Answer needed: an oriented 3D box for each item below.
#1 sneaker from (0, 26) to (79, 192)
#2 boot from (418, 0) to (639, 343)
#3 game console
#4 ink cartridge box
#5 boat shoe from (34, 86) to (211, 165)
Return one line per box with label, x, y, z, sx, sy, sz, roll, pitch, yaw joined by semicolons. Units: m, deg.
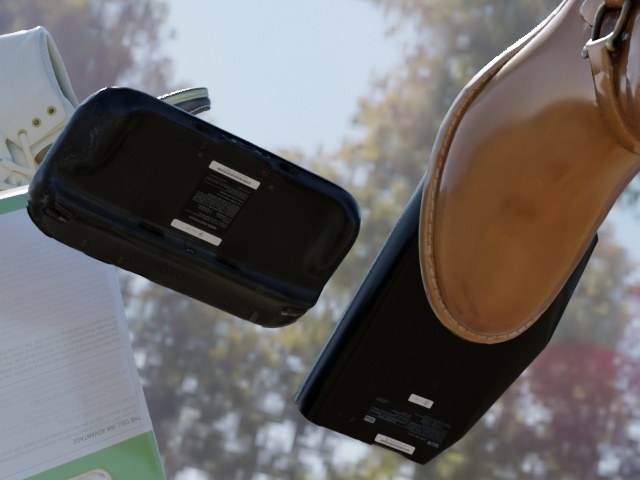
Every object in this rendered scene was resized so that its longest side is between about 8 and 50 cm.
sneaker;-0.266;-0.045;1.540;0.169;0.293;0.108;-12;-22;10
boot;0.159;-0.061;0.952;0.109;0.283;0.220;32;1;-16
game console;0.000;0.000;1.151;0.361;0.213;0.044;24;13;-29
ink cartridge box;-0.198;0.088;1.212;0.171;0.235;0.056;-18;9;-42
boat shoe;-0.150;-0.077;1.477;0.152;0.049;0.056;-25;3;-20
